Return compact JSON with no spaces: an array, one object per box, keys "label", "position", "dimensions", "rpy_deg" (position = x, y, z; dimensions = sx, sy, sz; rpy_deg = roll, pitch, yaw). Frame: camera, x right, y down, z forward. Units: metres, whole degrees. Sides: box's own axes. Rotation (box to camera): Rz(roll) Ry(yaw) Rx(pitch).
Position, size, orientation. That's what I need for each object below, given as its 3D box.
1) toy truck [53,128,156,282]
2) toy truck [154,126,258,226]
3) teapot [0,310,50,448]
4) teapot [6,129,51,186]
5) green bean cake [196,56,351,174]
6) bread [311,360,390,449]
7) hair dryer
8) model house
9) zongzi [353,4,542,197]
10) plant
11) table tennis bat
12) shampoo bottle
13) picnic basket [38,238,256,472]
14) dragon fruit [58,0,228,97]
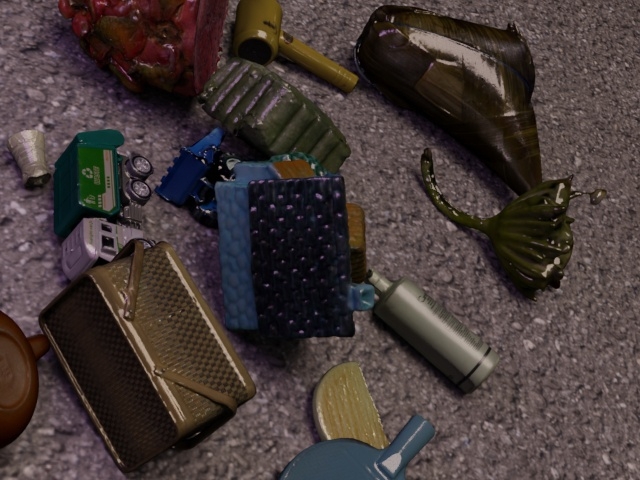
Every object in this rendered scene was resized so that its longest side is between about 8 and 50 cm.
[{"label":"toy truck","position":[-0.314,-0.046,1.578],"dimensions":[0.124,0.114,0.253],"rpy_deg":[19,46,-32]},{"label":"toy truck","position":[-0.148,-0.095,1.762],"dimensions":[0.208,0.113,0.126],"rpy_deg":[24,41,-20]},{"label":"teapot","position":[-0.417,0.159,1.307],"dimensions":[0.252,0.135,0.178],"rpy_deg":[-34,111,-68]},{"label":"teapot","position":[-0.425,-0.115,1.615],"dimensions":[0.067,0.057,0.083],"rpy_deg":[44,23,-63]},{"label":"green bean cake","position":[-0.081,-0.196,1.816],"dimensions":[0.222,0.125,0.227],"rpy_deg":[38,-3,-41]},{"label":"bread","position":[0.037,0.273,1.618],"dimensions":[0.112,0.036,0.193],"rpy_deg":[-2,59,-37]},{"label":"hair dryer","position":[-0.045,-0.361,2.135],"dimensions":[0.279,0.090,0.135],"rpy_deg":[27,39,-24]},{"label":"model house","position":[0.000,0.000,1.608],"dimensions":[0.226,0.241,0.261],"rpy_deg":[-9,97,-39]},{"label":"zongzi","position":[0.270,-0.265,2.220],"dimensions":[0.403,0.208,0.432],"rpy_deg":[9,60,-25]},{"label":"plant","position":[0.352,-0.030,2.120],"dimensions":[0.334,0.251,0.180],"rpy_deg":[16,6,30]},{"label":"table tennis bat","position":[0.058,0.358,1.520],"dimensions":[0.215,0.044,0.329],"rpy_deg":[45,49,4]},{"label":"shampoo bottle","position":[0.174,0.140,1.816],"dimensions":[0.262,0.085,0.085],"rpy_deg":[41,39,3]},{"label":"picnic basket","position":[-0.224,0.145,1.402],"dimensions":[0.139,0.165,0.266],"rpy_deg":[-24,80,-47]},{"label":"dragon fruit","position":[-0.298,-0.412,1.846],"dimensions":[0.263,0.314,0.296],"rpy_deg":[11,17,4]}]
